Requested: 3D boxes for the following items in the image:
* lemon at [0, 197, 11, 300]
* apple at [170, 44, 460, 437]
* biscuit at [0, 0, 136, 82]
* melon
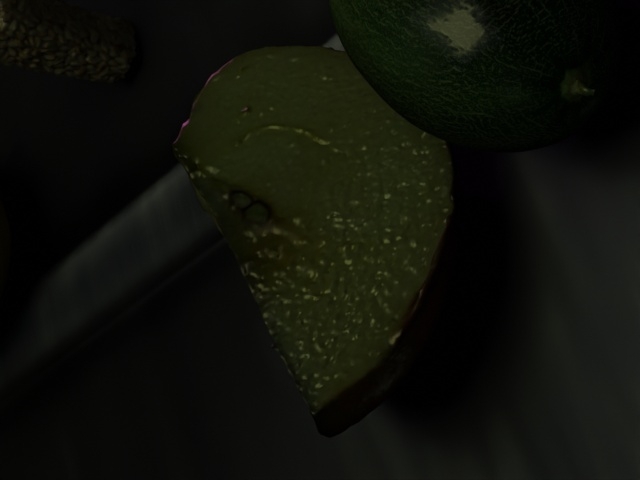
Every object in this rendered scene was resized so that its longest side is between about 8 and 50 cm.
[{"bbox_3d":[-0.482,0.015,1.979,0.293,0.293,0.293,-15,70,50],"label":"lemon"},{"bbox_3d":[0.000,0.000,1.429,0.346,0.179,0.254,61,141,38],"label":"apple"},{"bbox_3d":[-0.276,-0.214,1.844,0.070,0.168,0.082,-53,38,37],"label":"biscuit"},{"bbox_3d":[0.117,-0.162,1.308,0.288,0.182,0.182,48,120,48],"label":"melon"}]
